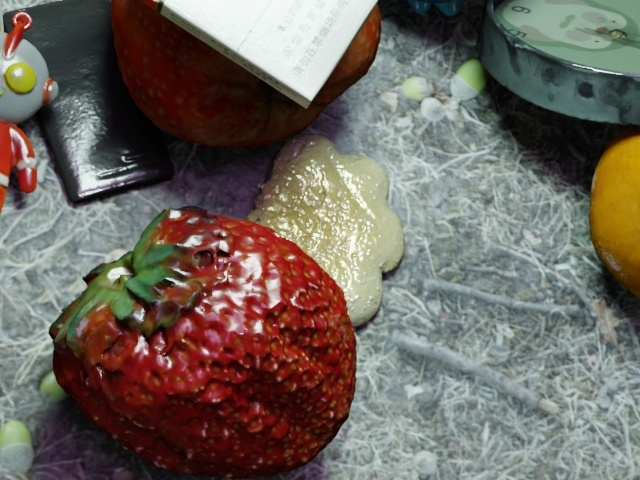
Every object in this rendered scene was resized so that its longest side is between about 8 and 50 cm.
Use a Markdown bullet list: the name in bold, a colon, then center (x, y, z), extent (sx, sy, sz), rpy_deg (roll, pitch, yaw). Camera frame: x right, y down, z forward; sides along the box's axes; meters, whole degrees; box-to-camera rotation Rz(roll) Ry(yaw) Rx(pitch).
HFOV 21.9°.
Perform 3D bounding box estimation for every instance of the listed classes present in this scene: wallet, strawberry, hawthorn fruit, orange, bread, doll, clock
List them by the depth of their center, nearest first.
- **strawberry**: center (-0.103, 0.119, 1.612), extent (0.288, 0.250, 0.238), rpy_deg (46, 53, -20)
- **doll**: center (-0.349, -0.129, 1.735), extent (0.142, 0.076, 0.245), rpy_deg (20, 80, -10)
- **hawthorn fruit**: center (-0.099, -0.262, 1.786), extent (0.287, 0.287, 0.330), rpy_deg (-14, 50, -20)
- **bread**: center (0.000, 0.000, 1.796), extent (0.182, 0.039, 0.251), rpy_deg (28, 62, 1)
- **wallet**: center (-0.256, -0.161, 1.815), extent (0.124, 0.025, 0.244), rpy_deg (-16, 71, -20)
- **orange**: center (0.410, -0.028, 1.837), extent (0.240, 0.171, 0.240), rpy_deg (8, 62, -15)
- **clock**: center (0.340, -0.233, 1.888), extent (0.319, 0.066, 0.319), rpy_deg (3, 34, -2)

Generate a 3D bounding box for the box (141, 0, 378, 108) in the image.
- **box**: center (-0.079, -0.250, 1.608), extent (0.245, 0.035, 0.139), rpy_deg (34, 75, -4)

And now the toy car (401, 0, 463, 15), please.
- **toy car**: center (0.124, -0.353, 1.904), extent (0.255, 0.190, 0.188), rpy_deg (20, 42, 29)

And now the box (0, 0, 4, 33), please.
- **box**: center (-0.380, -0.275, 1.829), extent (0.050, 0.041, 0.207), rpy_deg (0, 66, -17)
